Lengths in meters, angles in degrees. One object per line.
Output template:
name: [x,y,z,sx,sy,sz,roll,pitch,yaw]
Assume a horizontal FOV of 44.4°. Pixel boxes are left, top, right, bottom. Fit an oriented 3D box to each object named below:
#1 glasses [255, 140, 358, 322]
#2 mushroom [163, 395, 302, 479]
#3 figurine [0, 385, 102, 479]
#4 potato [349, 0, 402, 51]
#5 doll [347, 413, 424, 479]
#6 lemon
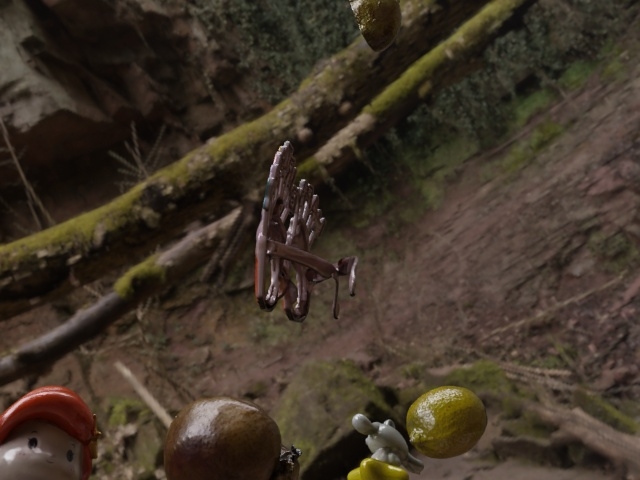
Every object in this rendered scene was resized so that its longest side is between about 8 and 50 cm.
glasses: [-0.006,-0.006,0.798,0.095,0.162,0.255,-4,-12,8]
mushroom: [-0.179,0.439,1.567,0.283,0.264,0.195,5,13,0]
figurine: [-0.362,0.319,0.935,0.180,0.257,0.208,1,-55,-5]
potato: [0.097,-0.348,1.231,0.066,0.103,0.096,-27,-29,26]
doll: [0.083,0.279,1.020,0.071,0.135,0.113,-25,11,34]
lemon: [0.142,0.208,0.900,0.110,0.082,0.082,-8,-26,-39]
